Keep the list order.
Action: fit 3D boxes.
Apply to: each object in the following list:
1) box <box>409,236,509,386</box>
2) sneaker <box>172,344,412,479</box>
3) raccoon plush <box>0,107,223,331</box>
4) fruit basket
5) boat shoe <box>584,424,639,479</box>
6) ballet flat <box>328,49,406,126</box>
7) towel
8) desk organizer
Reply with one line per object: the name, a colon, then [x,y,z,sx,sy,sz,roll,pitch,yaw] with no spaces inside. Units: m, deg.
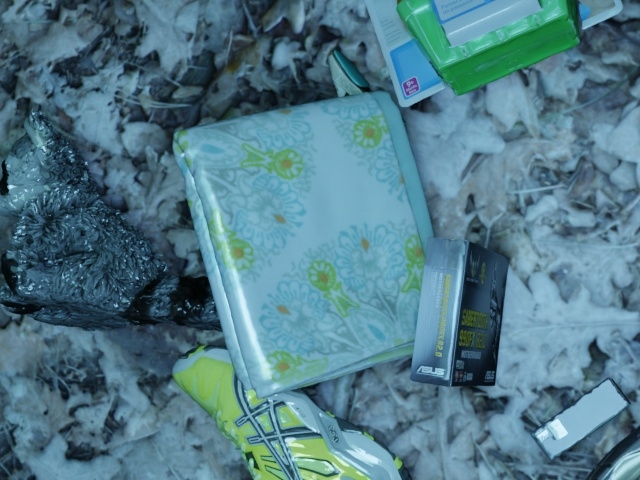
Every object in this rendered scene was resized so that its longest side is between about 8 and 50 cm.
box: [0.188,0.099,1.539,0.056,0.231,0.183,6,85,22]
sneaker: [-0.064,0.280,1.629,0.385,0.145,0.147,30,66,21]
raccoon plush: [-0.297,-0.021,1.783,0.446,0.216,0.299,10,71,-10]
fruit basket: [0.205,-0.399,1.626,0.327,0.165,0.353,-21,75,15]
boat shoe: [0.484,0.252,1.491,0.130,0.132,0.355,43,107,8]
ballet flat: [0.055,-0.206,1.711,0.052,0.057,0.168,-46,72,19]
towel: [0.000,0.000,1.577,0.321,0.090,0.374,-14,86,-27]
desk organizer: [0.348,0.238,1.564,0.130,0.050,0.047,-38,74,11]
